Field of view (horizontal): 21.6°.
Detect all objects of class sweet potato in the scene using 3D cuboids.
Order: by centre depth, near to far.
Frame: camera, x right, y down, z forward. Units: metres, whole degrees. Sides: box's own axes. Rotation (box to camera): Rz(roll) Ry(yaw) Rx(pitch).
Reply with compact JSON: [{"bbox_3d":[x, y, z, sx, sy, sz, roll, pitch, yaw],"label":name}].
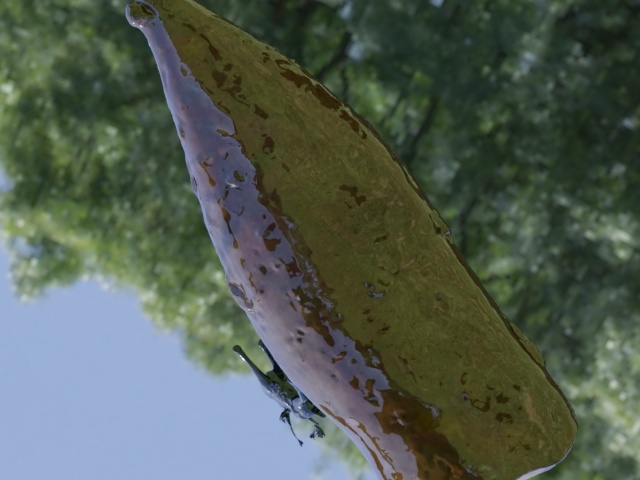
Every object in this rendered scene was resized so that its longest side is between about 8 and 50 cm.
[{"bbox_3d":[0.002,-0.002,0.924,0.336,0.131,0.131,55,-150,-1],"label":"sweet potato"}]

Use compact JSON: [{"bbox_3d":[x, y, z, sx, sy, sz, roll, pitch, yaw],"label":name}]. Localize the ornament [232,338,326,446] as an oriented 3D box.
[{"bbox_3d":[-0.021,0.128,1.332,0.073,0.125,0.028,28,-115,38],"label":"ornament"}]
